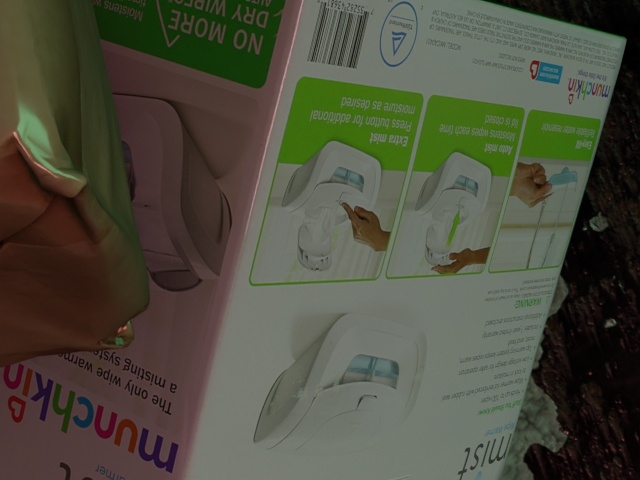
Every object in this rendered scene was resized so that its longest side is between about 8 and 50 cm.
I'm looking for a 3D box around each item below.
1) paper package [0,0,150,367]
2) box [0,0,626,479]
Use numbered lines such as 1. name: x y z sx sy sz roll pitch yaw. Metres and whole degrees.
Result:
1. paper package: -0.234 -0.104 0.418 0.168 0.309 0.325 87 -10 -71
2. box: 0.000 0.000 0.598 0.262 0.126 0.231 -3 111 -55
